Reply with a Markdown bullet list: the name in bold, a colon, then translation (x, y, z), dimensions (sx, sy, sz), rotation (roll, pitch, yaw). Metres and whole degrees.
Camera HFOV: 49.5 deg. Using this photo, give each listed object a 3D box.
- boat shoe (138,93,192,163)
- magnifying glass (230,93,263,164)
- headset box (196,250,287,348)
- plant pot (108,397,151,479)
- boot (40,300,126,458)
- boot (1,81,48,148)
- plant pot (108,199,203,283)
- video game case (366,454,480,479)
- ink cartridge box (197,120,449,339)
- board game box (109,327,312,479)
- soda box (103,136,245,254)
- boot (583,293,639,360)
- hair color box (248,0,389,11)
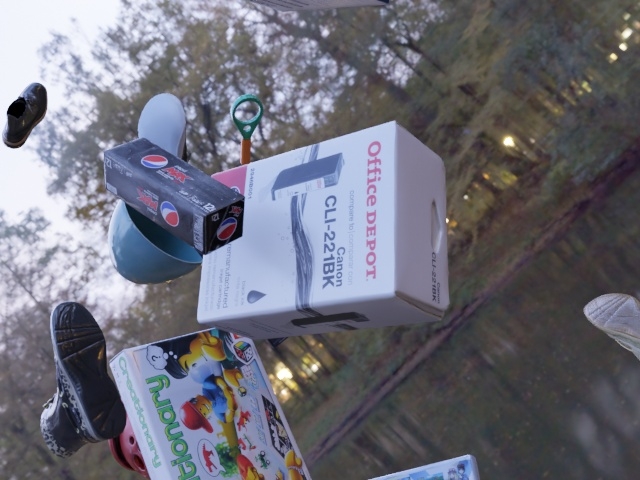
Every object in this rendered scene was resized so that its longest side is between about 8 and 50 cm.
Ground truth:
- **boat shoe**: translation (-0.357, -0.191, 1.634), dimensions (0.113, 0.306, 0.105), rotation (-10, -15, -4)
- **magnifying glass**: translation (-0.210, -0.311, 1.968), dimensions (0.092, 0.026, 0.230), rotation (-12, -41, -20)
- **headset box**: translation (-0.090, 0.028, 1.401), dimensions (0.246, 0.283, 0.131), rotation (-39, 5, -11)
- **plant pot**: translation (-0.304, 0.378, 1.359), dimensions (0.174, 0.191, 0.191), rotation (-4, 20, 34)
- **boot**: translation (-0.420, 0.237, 1.152), dimensions (0.085, 0.236, 0.179), rotation (-9, -20, -48)
- **boot**: translation (-0.717, -0.335, 1.703), dimensions (0.137, 0.077, 0.197), rotation (135, 148, -56)
- **plant pot**: translation (-0.475, 0.012, 1.938), dimensions (0.195, 0.290, 0.290), rotation (-44, -6, 22)
- **video game case**: translation (0.212, 0.652, 1.506), dimensions (0.329, 0.299, 0.036), rotation (-25, -37, 27)
- **ink cartridge box**: translation (0.000, 0.000, 0.806), dimensions (0.273, 0.196, 0.114), rotation (-11, -24, 33)
- **board game box**: translation (-0.126, 0.264, 0.888), dimensions (0.193, 0.305, 0.053), rotation (-10, -22, -45)
- **soda box**: translation (-0.161, -0.052, 0.756), dimensions (0.060, 0.169, 0.053), rotation (-31, -39, -42)
- **boot**: translation (0.641, 0.218, 1.352), dimensions (0.095, 0.203, 0.262), rotation (-38, 20, -9)
- **hair color box**: translation (-0.036, -0.513, 1.326), dimensions (0.174, 0.347, 0.105), rotation (3, -80, -38)
